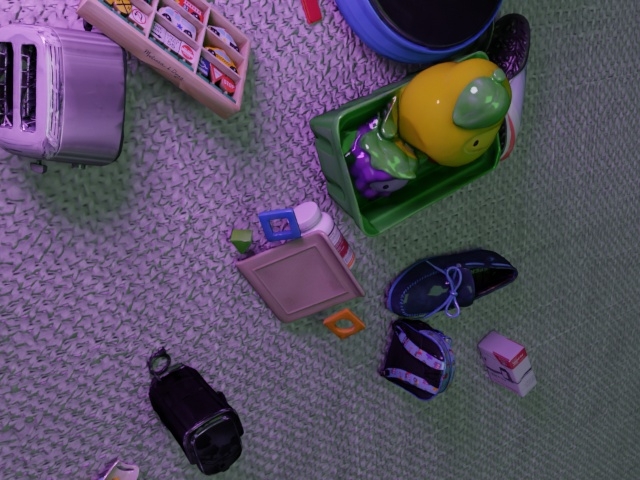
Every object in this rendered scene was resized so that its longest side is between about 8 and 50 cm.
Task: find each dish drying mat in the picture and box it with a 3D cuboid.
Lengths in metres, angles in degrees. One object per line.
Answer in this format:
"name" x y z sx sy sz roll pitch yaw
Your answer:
"dish drying mat" -0.021 -0.429 1.146 0.032 0.008 0.083 -33 122 -23

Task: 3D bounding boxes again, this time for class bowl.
"bowl" 0.191 -0.525 1.182 0.392 0.077 0.390 -5 101 -28

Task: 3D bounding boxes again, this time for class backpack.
"backpack" 0.237 0.273 1.459 0.117 0.173 0.158 6 101 -36

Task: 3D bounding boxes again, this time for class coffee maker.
"coffee maker" -0.230 0.305 1.141 0.120 0.178 0.171 -48 126 -13

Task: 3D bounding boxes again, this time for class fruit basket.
"fruit basket" 0.203 -0.189 1.161 0.392 0.392 0.282 -29 120 -24

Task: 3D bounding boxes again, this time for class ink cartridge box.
"ink cartridge box" 0.490 0.324 1.692 0.063 0.109 0.150 -40 124 -19

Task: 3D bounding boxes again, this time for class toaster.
"toaster" -0.356 -0.206 0.885 0.146 0.129 0.226 -22 122 -66

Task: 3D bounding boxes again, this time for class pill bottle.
"pill bottle" 0.000 0.000 1.258 0.086 0.086 0.152 -44 124 -15

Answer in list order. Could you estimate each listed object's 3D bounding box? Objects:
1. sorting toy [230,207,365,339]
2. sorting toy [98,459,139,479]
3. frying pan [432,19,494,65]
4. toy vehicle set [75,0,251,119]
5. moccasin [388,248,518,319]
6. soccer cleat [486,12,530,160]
"sorting toy" -0.035 0.067 1.228 0.196 0.047 0.347 -19 126 20
"sorting toy" -0.370 0.442 1.180 0.083 0.045 0.075 38 76 -37
"frying pan" 0.215 -0.415 1.288 0.326 0.053 0.197 -26 115 -19
"toy vehicle set" -0.220 -0.318 0.968 0.267 0.035 0.165 32 47 -38
"moccasin" 0.313 0.090 1.485 0.342 0.117 0.137 -22 117 -27
"soccer cleat" 0.405 -0.333 1.431 0.116 0.109 0.317 -12 111 -56
